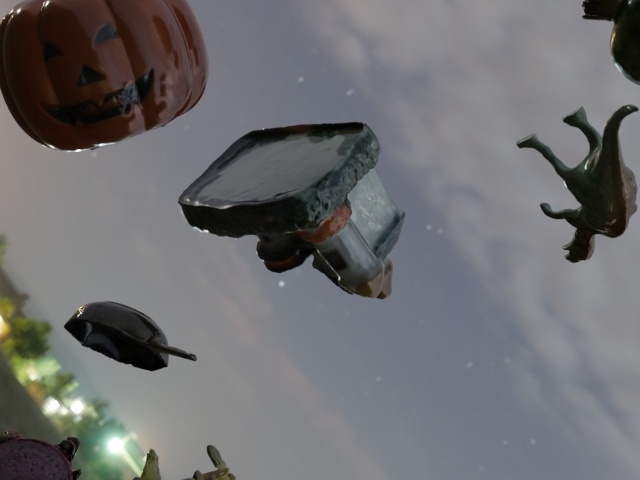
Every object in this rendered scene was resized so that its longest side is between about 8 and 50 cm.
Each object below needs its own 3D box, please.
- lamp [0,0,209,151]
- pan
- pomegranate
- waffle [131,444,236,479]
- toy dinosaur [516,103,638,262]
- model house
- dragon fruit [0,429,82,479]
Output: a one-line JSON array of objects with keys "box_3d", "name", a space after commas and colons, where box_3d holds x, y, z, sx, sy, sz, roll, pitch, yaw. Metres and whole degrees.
[{"box_3d": [-0.199, -0.170, 0.998, 0.187, 0.188, 0.164, 18, -50, 65], "name": "lamp"}, {"box_3d": [-0.208, 0.119, 1.344, 0.202, 0.048, 0.128, 13, -22, 22], "name": "pan"}, {"box_3d": [0.316, -0.213, 1.073, 0.161, 0.122, 0.122, 27, -22, 15], "name": "pomegranate"}, {"box_3d": [-0.067, 0.271, 0.663, 0.329, 0.062, 0.329, 53, 25, -39], "name": "waffle"}, {"box_3d": [0.398, -0.109, 1.622, 0.205, 0.092, 0.393, 55, -25, 12], "name": "toy dinosaur"}, {"box_3d": [0.000, 0.000, 1.510, 0.271, 0.190, 0.301, 1, -44, 48], "name": "model house"}, {"box_3d": [-0.300, 0.253, 1.103, 0.112, 0.126, 0.068, 14, -31, -2], "name": "dragon fruit"}]
